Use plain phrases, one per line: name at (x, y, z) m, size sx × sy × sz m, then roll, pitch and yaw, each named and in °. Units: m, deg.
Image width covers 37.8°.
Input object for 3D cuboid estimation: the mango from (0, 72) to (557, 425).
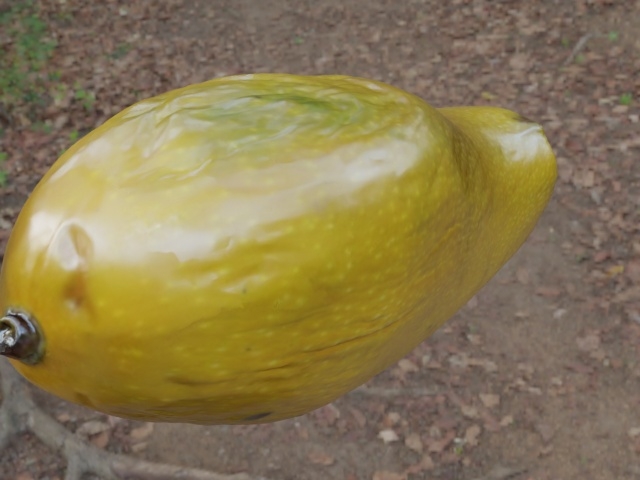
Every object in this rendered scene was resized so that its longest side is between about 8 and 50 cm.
mango at (-0.001, 0.002, 0.464) m, size 0.359 × 0.187 × 0.144 m, roll -8°, pitch 61°, yaw -57°
